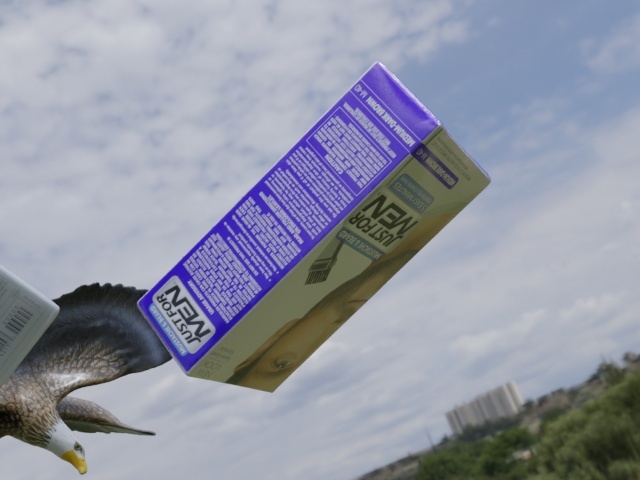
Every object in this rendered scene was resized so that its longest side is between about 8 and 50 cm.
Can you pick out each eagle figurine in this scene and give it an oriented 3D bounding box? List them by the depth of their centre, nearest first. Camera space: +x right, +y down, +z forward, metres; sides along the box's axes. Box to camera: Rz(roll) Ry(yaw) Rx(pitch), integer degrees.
[{"bbox_3d":[-0.333,0.192,1.199,0.226,0.225,0.298,-18,5,37],"label":"eagle figurine"}]

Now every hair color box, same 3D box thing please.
[{"bbox_3d":[0.000,0.000,1.000,0.339,0.110,0.185,-43,-27,9],"label":"hair color box"}]

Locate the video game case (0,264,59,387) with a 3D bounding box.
[{"bbox_3d":[-0.293,0.071,0.626,0.190,0.173,0.022,-54,28,-9],"label":"video game case"}]
